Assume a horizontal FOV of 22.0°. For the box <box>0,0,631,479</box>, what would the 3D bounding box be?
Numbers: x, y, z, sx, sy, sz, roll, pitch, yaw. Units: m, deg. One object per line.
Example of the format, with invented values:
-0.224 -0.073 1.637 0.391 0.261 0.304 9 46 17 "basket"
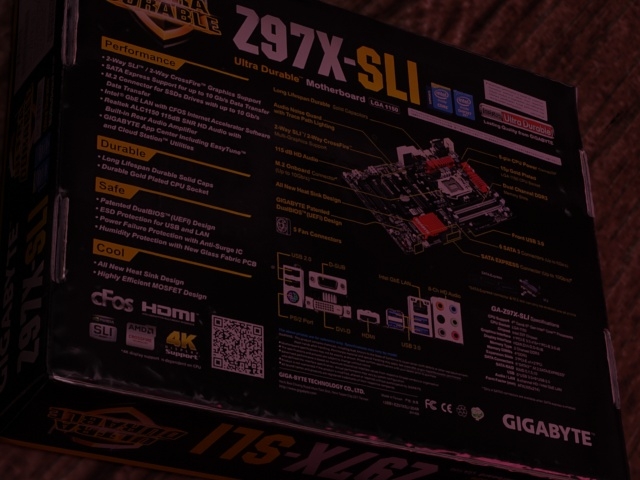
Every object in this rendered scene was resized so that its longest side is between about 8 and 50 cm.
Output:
0.000 0.000 0.843 0.322 0.079 0.257 14 54 -27 "box"
